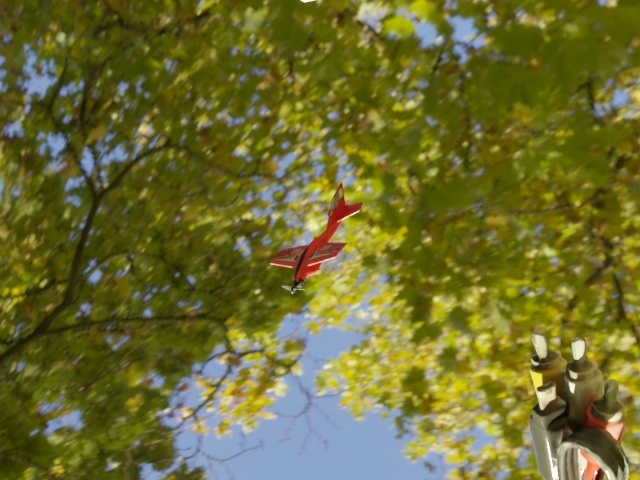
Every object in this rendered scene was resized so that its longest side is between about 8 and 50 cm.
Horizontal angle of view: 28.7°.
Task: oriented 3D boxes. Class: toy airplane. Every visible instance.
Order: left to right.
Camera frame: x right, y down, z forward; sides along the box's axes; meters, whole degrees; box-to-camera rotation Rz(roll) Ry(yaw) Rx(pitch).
[{"bbox_3d":[0.000,0.000,1.485,0.028,0.151,0.151,38,-114,-25],"label":"toy airplane"}]

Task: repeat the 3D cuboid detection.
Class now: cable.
[{"bbox_3d":[0.238,0.217,1.102,0.072,0.139,0.287,-26,-56,-15],"label":"cable"}]
